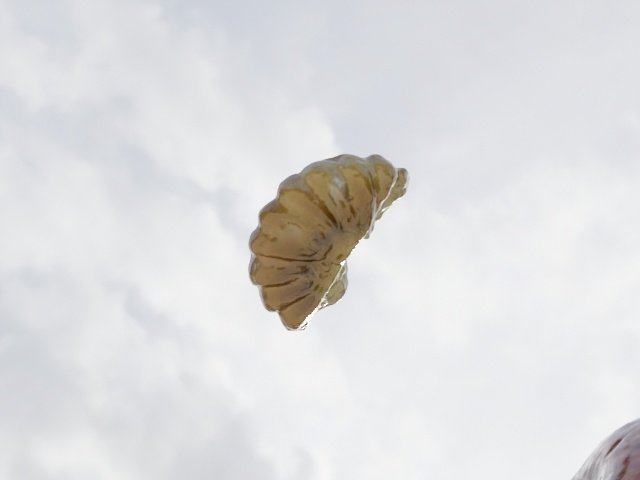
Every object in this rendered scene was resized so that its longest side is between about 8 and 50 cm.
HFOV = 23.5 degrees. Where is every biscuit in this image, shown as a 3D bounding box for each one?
[{"bbox_3d":[0.000,0.000,1.368,0.118,0.061,0.183,26,-72,-28],"label":"biscuit"}]

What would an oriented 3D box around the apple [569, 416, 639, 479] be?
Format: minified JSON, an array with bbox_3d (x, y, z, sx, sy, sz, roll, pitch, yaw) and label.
[{"bbox_3d":[0.233,0.245,0.996,0.206,0.251,0.272,36,-19,3],"label":"apple"}]
